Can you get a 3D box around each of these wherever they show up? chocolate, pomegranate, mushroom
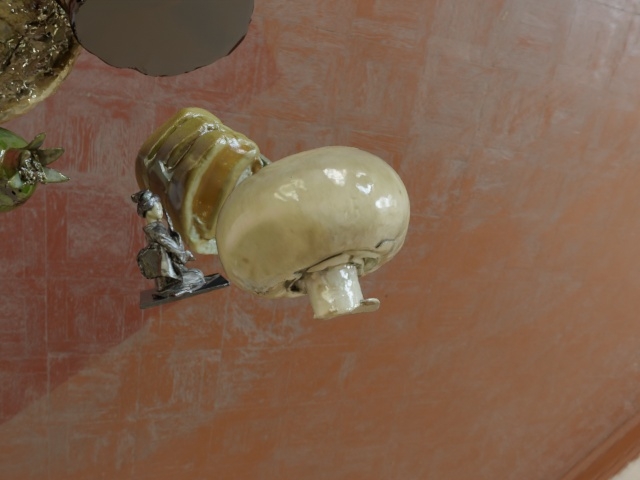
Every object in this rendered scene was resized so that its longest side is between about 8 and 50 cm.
[{"bbox_3d":[-0.285,-0.415,0.805,0.340,0.210,0.225,-24,155,-54],"label":"chocolate"},{"bbox_3d":[-0.472,-0.106,0.741,0.190,0.152,0.131,3,88,12],"label":"pomegranate"},{"bbox_3d":[0.000,0.000,0.608,0.245,0.203,0.246,-17,157,-7],"label":"mushroom"}]

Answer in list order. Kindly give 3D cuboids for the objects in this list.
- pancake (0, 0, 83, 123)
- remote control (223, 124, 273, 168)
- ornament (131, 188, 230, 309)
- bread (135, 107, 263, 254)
[{"bbox_3d":[-0.571,-0.354,0.804,0.386,0.082,0.388,3,76,-14],"label":"pancake"},{"bbox_3d":[-0.253,-0.235,1.418,0.123,0.285,0.038,-56,154,14],"label":"remote control"},{"bbox_3d":[-0.264,0.001,0.890,0.153,0.166,0.196,-15,99,-19],"label":"ornament"},{"bbox_3d":[-0.325,-0.172,1.251,0.210,0.341,0.301,9,117,-50],"label":"bread"}]
